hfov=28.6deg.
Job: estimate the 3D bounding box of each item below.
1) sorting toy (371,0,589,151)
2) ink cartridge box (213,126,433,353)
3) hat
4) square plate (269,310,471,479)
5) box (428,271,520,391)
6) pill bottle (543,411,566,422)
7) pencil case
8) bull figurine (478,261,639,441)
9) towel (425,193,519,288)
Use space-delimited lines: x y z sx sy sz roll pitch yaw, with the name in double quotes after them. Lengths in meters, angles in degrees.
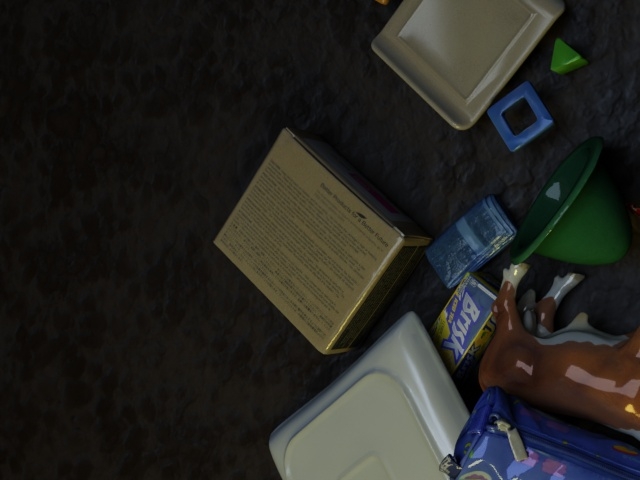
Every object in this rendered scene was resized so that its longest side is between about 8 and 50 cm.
0.180 -0.260 1.534 0.348 0.047 0.196 48 109 25 "sorting toy"
0.000 0.000 1.623 0.234 0.088 0.193 45 111 27 "ink cartridge box"
0.333 0.003 1.394 0.183 0.208 0.173 33 104 -2 "hat"
0.080 0.319 1.536 0.344 0.049 0.347 -45 62 39 "square plate"
0.168 0.120 1.528 0.059 0.054 0.169 40 110 27 "box"
0.242 0.271 1.462 0.078 0.078 0.137 21 100 32 "pill bottle"
0.287 0.258 1.346 0.306 0.133 0.119 22 69 9 "pencil case"
0.322 0.133 1.399 0.310 0.101 0.188 8 87 28 "bull figurine"
0.184 0.002 1.535 0.119 0.029 0.067 -43 66 26 "towel"
